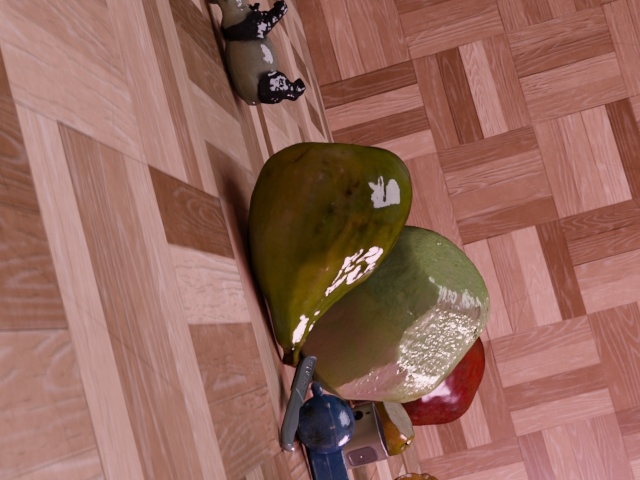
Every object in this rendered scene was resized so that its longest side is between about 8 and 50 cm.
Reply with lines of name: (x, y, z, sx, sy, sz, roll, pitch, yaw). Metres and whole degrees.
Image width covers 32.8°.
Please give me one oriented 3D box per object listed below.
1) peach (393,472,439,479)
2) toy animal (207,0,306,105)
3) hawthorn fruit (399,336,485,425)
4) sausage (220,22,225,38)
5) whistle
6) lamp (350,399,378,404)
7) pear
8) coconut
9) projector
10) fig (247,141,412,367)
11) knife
peach: (0.196, 0.532, 2.059, 0.190, 0.190, 0.192, 61, 34, -66)
toy animal: (-0.114, -0.331, 1.810, 0.121, 0.094, 0.225, -26, 110, -41)
hawthorn fruit: (0.188, 0.246, 2.293, 0.325, 0.308, 0.308, 24, 47, -51)
sausage: (-0.148, -0.346, 1.874, 0.107, 0.031, 0.031, 67, 10, -50)
whistle: (0.010, 0.272, 1.506, 0.090, 0.090, 0.157, 10, 65, -83)
lamp: (0.069, 0.160, 1.969, 0.177, 0.177, 0.273, 47, 26, -77)
pear: (0.114, 0.364, 2.143, 0.141, 0.104, 0.141, 48, 13, -15)
coconut: (0.096, 0.127, 1.744, 0.281, 0.328, 0.328, 54, 2, 12)
projector: (0.064, 0.333, 1.846, 0.083, 0.082, 0.083, 68, 8, -45)
fig: (0.003, 0.002, 1.511, 0.233, 0.233, 0.314, 63, 36, -63)
knife: (-0.031, 0.212, 1.464, 0.028, 0.015, 0.210, 43, 26, -15)
